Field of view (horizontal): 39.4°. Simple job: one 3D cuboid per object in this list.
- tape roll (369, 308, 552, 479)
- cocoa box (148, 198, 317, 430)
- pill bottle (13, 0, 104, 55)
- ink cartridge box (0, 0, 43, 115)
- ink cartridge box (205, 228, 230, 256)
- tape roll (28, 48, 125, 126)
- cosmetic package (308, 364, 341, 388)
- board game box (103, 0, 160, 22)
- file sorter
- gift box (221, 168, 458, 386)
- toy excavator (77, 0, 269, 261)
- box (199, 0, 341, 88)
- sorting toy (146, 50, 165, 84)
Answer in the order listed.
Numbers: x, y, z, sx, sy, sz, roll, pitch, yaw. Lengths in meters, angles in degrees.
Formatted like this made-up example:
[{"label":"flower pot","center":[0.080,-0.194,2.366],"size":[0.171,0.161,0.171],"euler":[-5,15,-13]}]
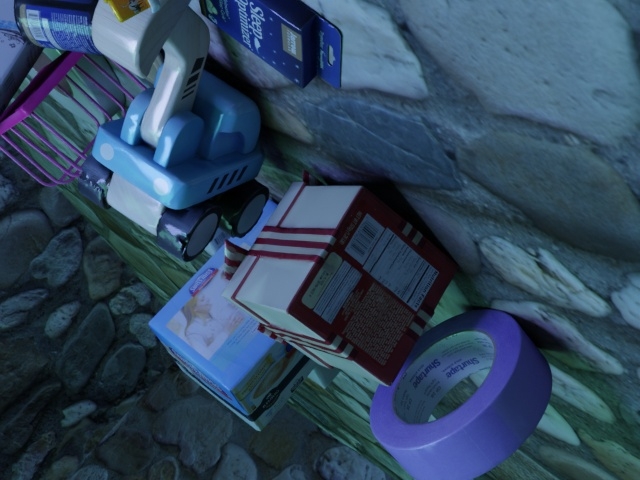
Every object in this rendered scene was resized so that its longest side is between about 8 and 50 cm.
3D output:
[{"label":"tape roll","center":[0.209,0.233,1.356],"size":[0.090,0.275,0.275],"euler":[50,162,-20]},{"label":"cocoa box","center":[-0.112,0.142,1.734],"size":[0.231,0.347,0.228],"euler":[34,161,26]},{"label":"pill bottle","center":[-0.344,-0.345,1.362],"size":[0.219,0.123,0.123],"euler":[12,153,19]},{"label":"ink cartridge box","center":[-0.595,-0.357,1.540],"size":[0.197,0.270,0.198],"euler":[32,169,-12]},{"label":"ink cartridge box","center":[-0.205,-0.071,1.781],"size":[0.082,0.139,0.191],"euler":[33,161,37]},{"label":"tape roll","center":[-0.586,-0.410,1.929],"size":[0.392,0.072,0.392],"euler":[37,163,14]},{"label":"cosmetic package","center":[-0.056,0.197,2.114],"size":[0.224,0.138,0.225],"euler":[31,161,35]},{"label":"board game box","center":[-0.329,-0.464,0.952],"size":[0.390,0.050,0.390],"euler":[48,166,44]},{"label":"file sorter","center":[-0.481,-0.233,1.712],"size":[0.182,0.202,0.290],"euler":[44,154,-23]},{"label":"gift box","center":[0.012,0.042,1.386],"size":[0.276,0.255,0.258],"euler":[43,163,-23]},{"label":"toy excavator","center":[-0.214,-0.199,1.344],"size":[0.222,0.433,0.445],"euler":[32,118,16]},{"label":"box","center":[-0.070,-0.279,1.138],"size":[0.225,0.036,0.136],"euler":[37,163,14]},{"label":"sorting toy","center":[-0.373,-0.383,1.576],"size":[0.307,0.041,0.229],"euler":[35,166,25]}]
